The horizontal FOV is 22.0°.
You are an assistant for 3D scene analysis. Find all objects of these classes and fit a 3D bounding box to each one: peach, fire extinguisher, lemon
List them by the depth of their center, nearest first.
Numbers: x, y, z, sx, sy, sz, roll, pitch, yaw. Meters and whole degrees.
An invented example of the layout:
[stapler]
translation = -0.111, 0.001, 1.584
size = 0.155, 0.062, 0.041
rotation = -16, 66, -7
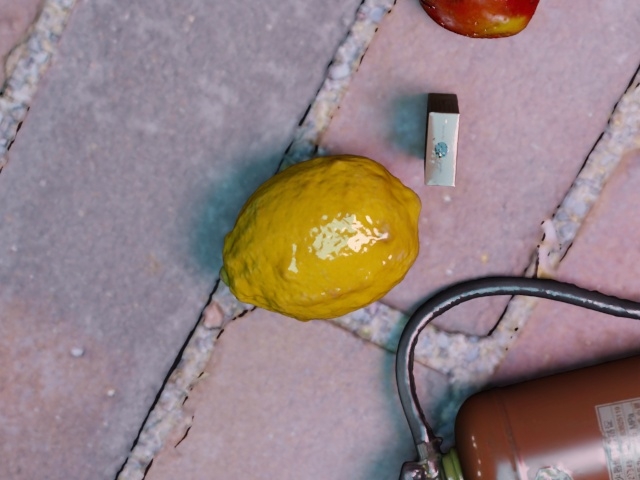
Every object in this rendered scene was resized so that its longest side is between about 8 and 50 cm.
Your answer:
[peach]
translation = 0.112, -0.171, 1.151
size = 0.083, 0.050, 0.077
rotation = 16, 136, -11
[lemon]
translation = 0.000, 0.000, 1.176
size = 0.155, 0.114, 0.114
rotation = -24, 103, 12
[fire extinguisher]
translation = 0.208, 0.119, 1.227
size = 0.376, 0.113, 0.200
rotation = -16, 62, 3

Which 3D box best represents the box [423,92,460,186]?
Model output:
[box]
translation = 0.086, -0.072, 1.171
size = 0.024, 0.083, 0.053
rotation = 4, 106, 4
